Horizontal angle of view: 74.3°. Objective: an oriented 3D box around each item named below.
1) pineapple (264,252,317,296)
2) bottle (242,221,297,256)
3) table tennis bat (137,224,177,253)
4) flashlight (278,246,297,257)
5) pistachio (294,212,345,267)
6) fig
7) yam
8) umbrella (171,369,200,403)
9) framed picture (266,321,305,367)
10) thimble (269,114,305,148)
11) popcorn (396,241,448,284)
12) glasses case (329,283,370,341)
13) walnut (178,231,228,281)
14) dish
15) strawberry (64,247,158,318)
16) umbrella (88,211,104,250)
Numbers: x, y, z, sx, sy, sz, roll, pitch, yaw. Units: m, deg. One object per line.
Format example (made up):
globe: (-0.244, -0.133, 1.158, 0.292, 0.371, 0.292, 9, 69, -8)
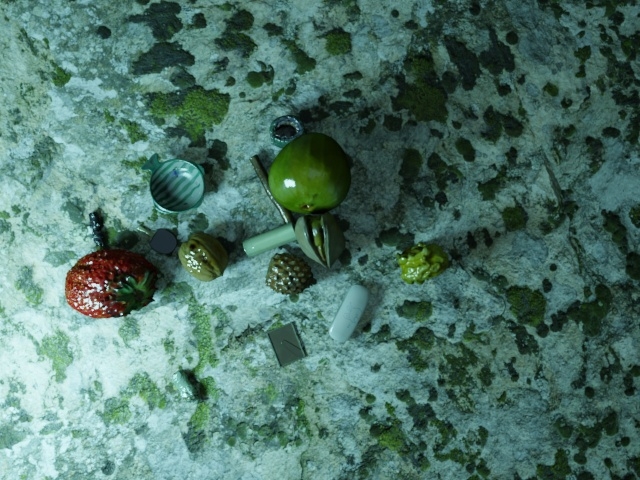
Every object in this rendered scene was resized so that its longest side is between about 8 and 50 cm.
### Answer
pineapple: (-0.105, 0.132, 1.566, 0.193, 0.166, 0.166, 16, 87, -6)
bottle: (-0.185, -0.003, 1.578, 0.202, 0.072, 0.072, -20, 91, 7)
table tennis bat: (-0.611, -0.010, 1.577, 0.157, 0.013, 0.087, 32, 86, -6)
flashlight: (-0.126, 0.048, 1.631, 0.083, 0.018, 0.018, 36, 86, -5)
pistachio: (0.000, 0.000, 1.524, 0.167, 0.288, 0.197, -11, 73, 13)
fig: (-0.032, -0.253, 1.525, 0.317, 0.316, 0.315, 0, 89, -7)
yam: (-0.179, -0.179, 1.617, 0.045, 0.045, 0.326, -30, 92, -29)
umbrella: (-0.495, 0.545, 1.561, 0.067, 0.062, 0.143, -39, 93, -37)
framed picture: (-0.133, 0.401, 1.627, 0.109, 0.011, 0.148, -21, 92, -6)
thimble: (-0.126, -0.412, 1.605, 0.135, 0.090, 0.118, -2, 87, -5)
popcorn: (0.391, 0.081, 1.616, 0.198, 0.197, 0.155, -17, 89, -7)
glasses case: (0.113, 0.280, 1.634, 0.092, 0.059, 0.233, 29, 85, -4)
walnut: (-0.419, 0.064, 1.535, 0.155, 0.155, 0.184, -44, 89, -6)
dish: (-0.532, -0.207, 1.557, 0.246, 0.078, 0.224, 42, 84, -5)
strawberry: (-0.728, 0.136, 1.457, 0.289, 0.250, 0.238, 23, 93, 19)
umbrella: (-0.814, -0.032, 1.540, 0.040, 0.037, 0.143, -12, 89, 14)
